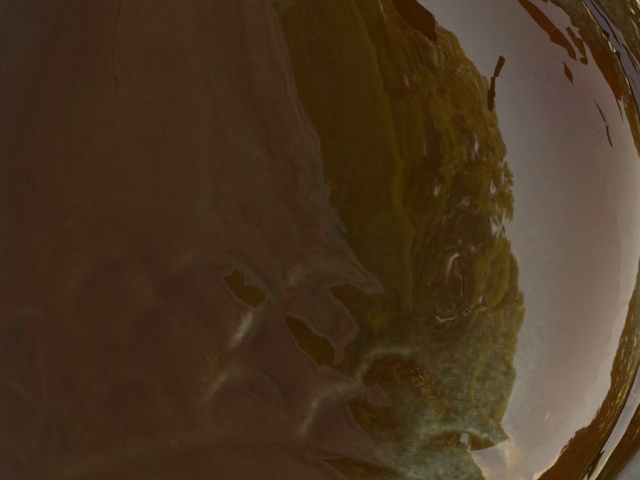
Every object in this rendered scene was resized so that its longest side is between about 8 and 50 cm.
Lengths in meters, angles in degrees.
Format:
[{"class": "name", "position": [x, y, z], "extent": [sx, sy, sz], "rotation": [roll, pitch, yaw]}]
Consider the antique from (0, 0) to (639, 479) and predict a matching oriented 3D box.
[{"class": "antique", "position": [0.000, 0.000, 0.442], "extent": [0.129, 0.224, 0.278], "rotation": [-19, 104, -56]}]
